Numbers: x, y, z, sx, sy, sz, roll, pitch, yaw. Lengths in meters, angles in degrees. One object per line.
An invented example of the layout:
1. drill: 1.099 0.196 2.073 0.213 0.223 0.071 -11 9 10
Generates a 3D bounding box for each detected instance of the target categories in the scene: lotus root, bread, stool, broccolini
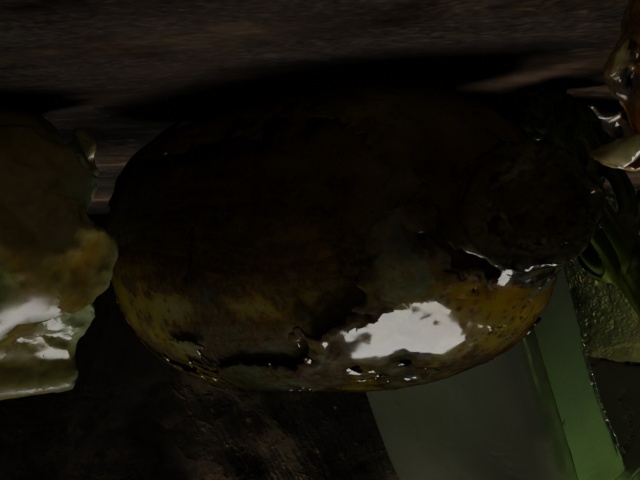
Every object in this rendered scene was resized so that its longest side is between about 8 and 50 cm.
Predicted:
1. lotus root: 0.000 0.000 0.745 0.179 0.195 0.397 -6 179 -41
2. bread: -0.280 0.010 0.732 0.252 0.195 0.239 1 -178 -35
3. stool: 0.174 0.057 0.920 0.170 0.243 0.270 -2 -158 48
4. broccolini: 0.217 0.050 0.658 0.074 0.392 0.079 -27 142 2

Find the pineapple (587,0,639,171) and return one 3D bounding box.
1. pineapple: 0.202 -0.061 0.391 0.186 0.114 0.236 -3 -170 -25
